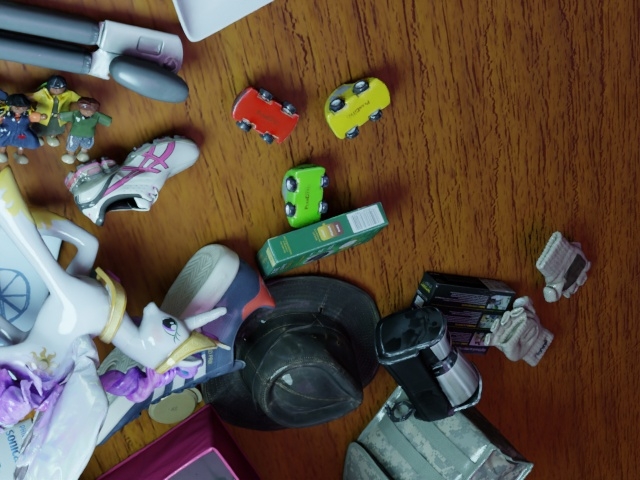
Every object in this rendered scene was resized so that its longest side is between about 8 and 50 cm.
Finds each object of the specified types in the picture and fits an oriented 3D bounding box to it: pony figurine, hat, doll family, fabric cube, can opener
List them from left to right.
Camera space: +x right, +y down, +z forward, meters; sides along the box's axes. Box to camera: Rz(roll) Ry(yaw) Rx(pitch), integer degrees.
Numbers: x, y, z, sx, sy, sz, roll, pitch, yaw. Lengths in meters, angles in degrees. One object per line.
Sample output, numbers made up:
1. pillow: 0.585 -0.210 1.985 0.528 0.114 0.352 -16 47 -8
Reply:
1. doll family: -0.352 -0.156 1.185 0.193 0.076 0.111 -7 140 -31
2. pony figurine: -0.331 0.142 1.213 0.363 0.303 0.351 39 79 -17
3. can opener: -0.288 -0.231 1.174 0.280 0.093 0.074 9 113 -27
4. fabric cube: -0.194 0.434 1.438 0.259 0.258 0.254 -34 99 -5
5. hat: -0.017 0.211 1.557 0.331 0.134 0.331 -14 123 -22

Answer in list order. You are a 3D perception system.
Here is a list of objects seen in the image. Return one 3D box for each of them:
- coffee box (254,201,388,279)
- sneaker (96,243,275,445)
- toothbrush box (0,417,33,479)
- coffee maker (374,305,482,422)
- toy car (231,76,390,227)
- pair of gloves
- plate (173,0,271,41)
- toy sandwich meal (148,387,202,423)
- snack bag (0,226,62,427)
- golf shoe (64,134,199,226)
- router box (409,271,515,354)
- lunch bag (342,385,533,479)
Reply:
1. coffee box: 0.000 0.000 1.458 0.184 0.113 0.040 -20 81 -17
2. sneaker: -0.201 0.178 1.429 0.148 0.131 0.350 39 95 -30
3. toothbrush box: -0.514 0.418 1.407 0.295 0.126 0.216 -20 124 -17
4. coffee maker: 0.157 0.210 1.605 0.171 0.120 0.178 -36 126 -1
5. toy car: -0.024 -0.125 1.402 0.239 0.053 0.225 -9 122 -24
6. pair of gloves: 0.389 0.103 1.743 0.204 0.042 0.240 21 99 -54
7. plate: -0.086 -0.412 1.177 0.277 0.045 0.278 -30 139 -9
8. toy sandwich meal: -0.228 0.249 1.530 0.085 0.029 0.085 -14 134 -15
9. snack bag: -0.530 0.110 1.272 0.342 0.037 0.323 6 114 -32
10. golf shoe: -0.231 -0.076 1.278 0.186 0.086 0.067 -26 167 -30
11. router box: 0.234 0.128 1.701 0.179 0.046 0.133 8 114 -32
12. lunch bag: 0.176 0.408 1.715 0.169 0.235 0.287 30 100 -44
